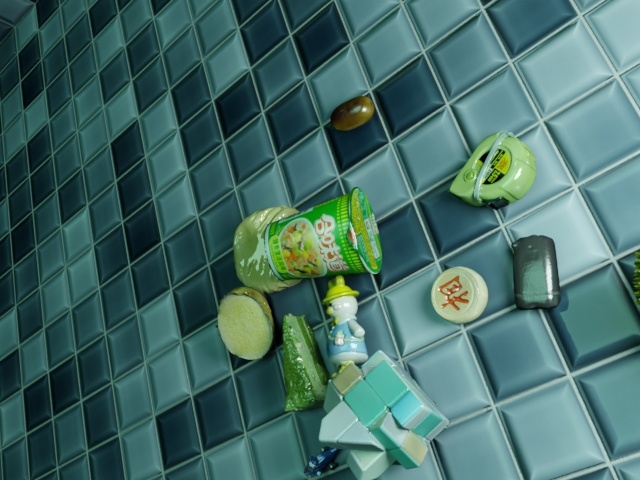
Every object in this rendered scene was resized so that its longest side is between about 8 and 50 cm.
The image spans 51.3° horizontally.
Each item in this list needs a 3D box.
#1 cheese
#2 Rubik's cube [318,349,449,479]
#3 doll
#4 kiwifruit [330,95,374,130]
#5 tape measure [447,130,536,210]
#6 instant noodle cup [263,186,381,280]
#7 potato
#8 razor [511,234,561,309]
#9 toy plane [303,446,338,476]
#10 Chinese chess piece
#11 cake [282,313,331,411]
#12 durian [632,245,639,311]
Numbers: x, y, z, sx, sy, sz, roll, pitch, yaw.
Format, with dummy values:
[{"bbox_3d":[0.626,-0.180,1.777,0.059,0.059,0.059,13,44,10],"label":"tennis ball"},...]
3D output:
[{"bbox_3d":[-0.120,0.024,1.730,0.213,0.117,0.226,-7,79,33],"label":"cheese"},{"bbox_3d":[0.125,0.377,1.380,0.213,0.224,0.265,-44,52,2],"label":"Rubik's cube"},{"bbox_3d":[0.054,0.201,1.554,0.098,0.135,0.241,-11,71,6],"label":"doll"},{"bbox_3d":[0.081,-0.320,1.681,0.124,0.075,0.075,-24,65,34],"label":"kiwifruit"},{"bbox_3d":[0.374,-0.143,1.396,0.178,0.087,0.154,-59,40,8],"label":"tape measure"},{"bbox_3d":[0.000,0.000,1.541,0.232,0.207,0.207,-12,70,19],"label":"instant noodle cup"},{"bbox_3d":[-0.185,0.206,1.717,0.163,0.081,0.201,4,113,18],"label":"potato"},{"bbox_3d":[0.427,0.064,1.324,0.090,0.054,0.148,-8,74,32],"label":"razor"},{"bbox_3d":[0.023,0.488,1.528,0.167,0.062,0.054,-40,56,11],"label":"toy plane"},{"bbox_3d":[0.295,0.116,1.416,0.122,0.051,0.122,-10,73,35],"label":"Chinese chess piece"},{"bbox_3d":[-0.055,0.299,1.608,0.099,0.100,0.235,-35,60,25],"label":"cake"},{"bbox_3d":[0.638,0.072,1.064,0.291,0.224,0.291,17,123,27],"label":"durian"}]
